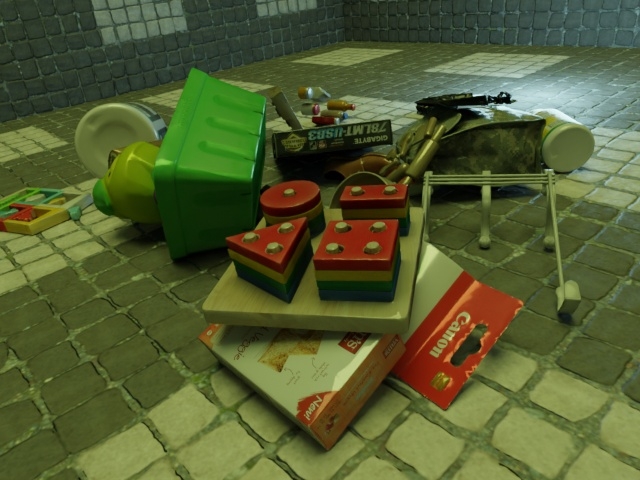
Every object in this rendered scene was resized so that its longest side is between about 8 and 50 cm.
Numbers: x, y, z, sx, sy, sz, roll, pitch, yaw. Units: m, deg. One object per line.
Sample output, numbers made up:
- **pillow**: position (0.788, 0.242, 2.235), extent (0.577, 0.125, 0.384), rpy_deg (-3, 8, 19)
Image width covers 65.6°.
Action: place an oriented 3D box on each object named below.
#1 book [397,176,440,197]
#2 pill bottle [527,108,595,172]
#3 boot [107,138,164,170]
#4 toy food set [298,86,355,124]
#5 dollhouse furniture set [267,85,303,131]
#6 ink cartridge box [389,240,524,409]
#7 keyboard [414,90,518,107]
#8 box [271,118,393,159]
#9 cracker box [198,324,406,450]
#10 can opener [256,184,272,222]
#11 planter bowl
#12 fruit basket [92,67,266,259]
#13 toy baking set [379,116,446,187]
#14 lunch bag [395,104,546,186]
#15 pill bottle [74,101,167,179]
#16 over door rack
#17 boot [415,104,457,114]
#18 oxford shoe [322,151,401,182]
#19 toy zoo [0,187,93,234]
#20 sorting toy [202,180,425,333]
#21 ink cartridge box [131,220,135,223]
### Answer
- **book**: position (0.192, -0.130, 1.165), extent (0.144, 0.035, 0.096), rpy_deg (-14, 26, -13)
- **pill bottle**: position (0.570, -0.256, 1.223), extent (0.118, 0.117, 0.208), rpy_deg (-6, 29, 2)
- **boot**: position (-0.368, -0.233, 1.194), extent (0.269, 0.236, 0.089), rpy_deg (-24, 51, -36)
- **toy food set**: position (0.023, -0.456, 1.700), extent (0.104, 0.111, 0.232), rpy_deg (11, 2, 29)
- **dollhouse furniture set**: position (-0.195, -0.363, 1.614), extent (0.242, 0.161, 0.212), rpy_deg (-30, 29, 4)
- **ink cartridge box**: position (0.126, 0.092, 0.680), extent (0.181, 0.056, 0.225), rpy_deg (-48, 41, -15)
- **keyboard**: position (0.341, -0.338, 1.185), extent (0.201, 0.033, 0.317), rpy_deg (-1, 17, 3)
- **box**: position (0.017, -0.269, 1.334), extent (0.295, 0.073, 0.293), rpy_deg (-9, 12, -6)
- **cracker box**: position (-0.030, 0.133, 0.644), extent (0.232, 0.067, 0.156), rpy_deg (22, 60, 42)
- **can opener**: position (-0.061, -0.051, 1.054), extent (0.280, 0.074, 0.093), rpy_deg (24, 75, 47)
- **planter bowl**: position (0.106, -0.038, 0.907), extent (0.109, 0.162, 0.162), rpy_deg (3, 15, -44)
- **fruit basket**: position (-0.305, -0.153, 1.035), extent (0.392, 0.283, 0.392), rpy_deg (3, 47, -4)
- **toy baking set**: position (0.162, -0.141, 1.029), extent (0.256, 0.030, 0.197), rpy_deg (-57, 15, -11)
- **lunch bag**: position (0.322, -0.219, 1.143), extent (0.287, 0.169, 0.235), rpy_deg (-5, 21, 1)
- **pill bottle**: position (-0.537, -0.284, 1.395), extent (0.204, 0.204, 0.361), rpy_deg (-11, 17, -8)
- **over door rack**: position (0.282, 0.001, 0.847), extent (0.239, 0.108, 0.324), rpy_deg (1, 43, 17)
- **boot**: position (0.398, -0.462, 1.719), extent (0.121, 0.045, 0.099), rpy_deg (-17, 27, -15)
- **oxford shoe**: position (0.100, -0.169, 1.227), extent (0.212, 0.076, 0.076), rpy_deg (3, 51, 35)
- **toy zoo**: position (-0.730, -0.079, 1.272), extent (0.293, 0.030, 0.192), rpy_deg (7, 31, 24)
- **sorting toy**: position (0.000, 0.000, 0.669), extent (0.255, 0.089, 0.257), rpy_deg (0, 32, 17)
- **ink cartridge box**: position (-0.379, -0.121, 1.259), extent (0.208, 0.045, 0.206), rpy_deg (-14, 28, -15)
